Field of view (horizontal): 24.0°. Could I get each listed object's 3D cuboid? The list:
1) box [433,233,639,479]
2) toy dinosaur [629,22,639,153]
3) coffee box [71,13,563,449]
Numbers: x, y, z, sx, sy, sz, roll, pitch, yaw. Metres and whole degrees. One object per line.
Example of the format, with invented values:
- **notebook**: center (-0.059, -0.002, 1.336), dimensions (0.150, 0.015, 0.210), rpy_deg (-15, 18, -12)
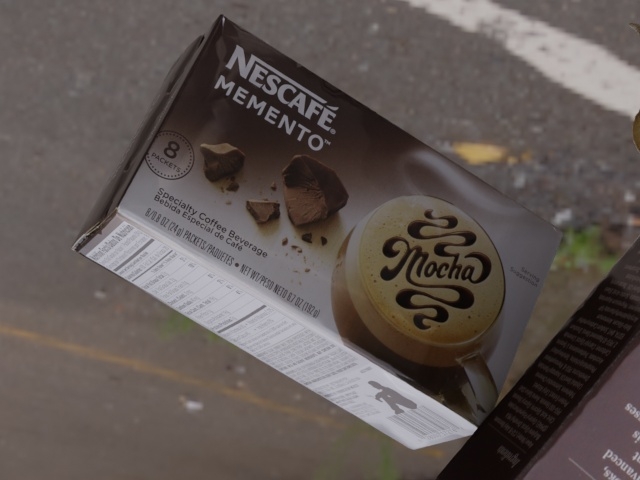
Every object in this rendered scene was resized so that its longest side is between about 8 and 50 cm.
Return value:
- **box**: center (0.253, 0.106, 0.965), dimensions (0.191, 0.381, 0.143), rpy_deg (41, 177, -8)
- **toy dinosaur**: center (0.279, -0.102, 1.157), dimensions (0.092, 0.183, 0.053), rpy_deg (-20, 161, 32)
- **coffee box**: center (0.000, 0.000, 1.067), dimensions (0.297, 0.168, 0.119), rpy_deg (32, 156, -13)
